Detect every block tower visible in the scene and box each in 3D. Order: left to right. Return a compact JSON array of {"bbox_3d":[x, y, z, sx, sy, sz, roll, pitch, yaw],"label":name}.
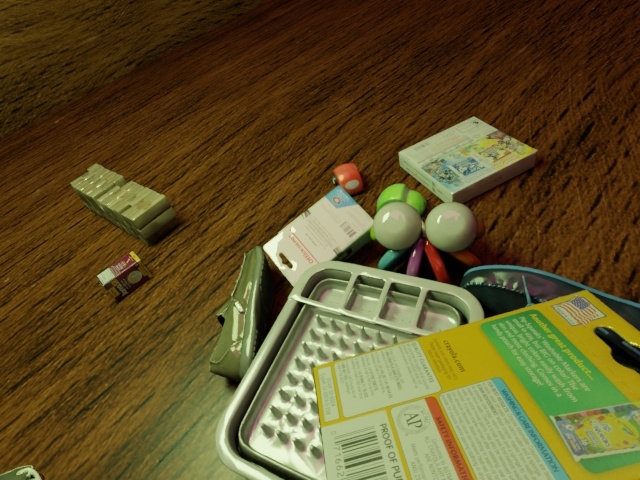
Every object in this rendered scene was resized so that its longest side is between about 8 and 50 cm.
[{"bbox_3d":[-0.482,-0.092,0.988,0.335,0.091,0.097,24,56,35],"label":"block tower"}]

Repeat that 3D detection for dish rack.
[{"bbox_3d":[0.049,0.188,0.555,0.285,0.072,0.333,11,50,25],"label":"dish rack"}]

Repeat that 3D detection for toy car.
[{"bbox_3d":[0.101,-0.089,0.830,0.224,0.053,0.239,4,48,21],"label":"toy car"},{"bbox_3d":[0.169,0.015,0.661,0.181,0.159,0.136,2,83,19],"label":"toy car"}]

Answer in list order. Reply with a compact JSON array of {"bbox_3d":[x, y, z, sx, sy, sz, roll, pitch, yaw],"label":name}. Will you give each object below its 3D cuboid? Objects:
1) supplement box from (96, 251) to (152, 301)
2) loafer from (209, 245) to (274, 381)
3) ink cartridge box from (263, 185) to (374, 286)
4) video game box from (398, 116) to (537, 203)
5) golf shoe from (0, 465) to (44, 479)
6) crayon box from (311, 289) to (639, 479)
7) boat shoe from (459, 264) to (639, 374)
[{"bbox_3d":[-0.394,0.072,0.822,0.083,0.055,0.043,-41,48,-22],"label":"supplement box"},{"bbox_3d":[-0.131,0.111,0.672,0.087,0.094,0.251,-5,45,6],"label":"loafer"},{"bbox_3d":[0.000,0.000,0.732,0.180,0.060,0.104,-38,69,-7],"label":"ink cartridge box"},{"bbox_3d":[0.302,-0.171,0.855,0.205,0.048,0.187,-26,42,-9],"label":"video game box"},{"bbox_3d":[-0.374,0.320,0.473,0.272,0.105,0.120,-22,17,38],"label":"golf shoe"},{"bbox_3d":[0.164,0.175,0.387,0.322,0.083,0.203,-17,26,2],"label":"crayon box"},{"bbox_3d":[0.311,0.102,0.537,0.258,0.109,0.089,12,54,30],"label":"boat shoe"}]
